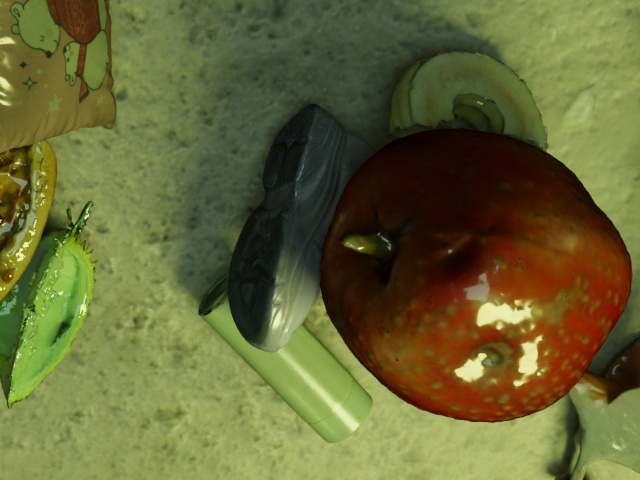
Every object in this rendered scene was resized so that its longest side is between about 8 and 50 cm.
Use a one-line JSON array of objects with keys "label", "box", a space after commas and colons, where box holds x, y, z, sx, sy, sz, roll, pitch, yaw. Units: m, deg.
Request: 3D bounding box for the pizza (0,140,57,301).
[{"label": "pizza", "box": [-0.369, 0.010, 1.203, 0.161, 0.085, 0.305, 42, 96, 3]}]

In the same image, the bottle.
[{"label": "bottle", "box": [-0.035, 0.119, 1.307, 0.072, 0.072, 0.201, -41, 107, 4]}]

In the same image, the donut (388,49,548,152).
[{"label": "donut", "box": [0.142, -0.132, 1.257, 0.166, 0.065, 0.108, 9, 61, -18]}]

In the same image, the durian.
[{"label": "durian", "box": [-0.267, 0.057, 1.240, 0.086, 0.100, 0.215, 18, 93, -14]}]

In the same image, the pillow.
[{"label": "pillow", "box": [-0.253, -0.195, 1.127, 0.084, 0.223, 0.236, 10, 110, 21]}]

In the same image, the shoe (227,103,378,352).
[{"label": "shoe", "box": [0.000, 0.000, 1.244, 0.137, 0.095, 0.245, 23, 75, -27]}]

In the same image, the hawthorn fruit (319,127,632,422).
[{"label": "hawthorn fruit", "box": [0.127, 0.028, 1.142, 0.299, 0.275, 0.275, 18, 103, -40]}]

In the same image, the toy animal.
[{"label": "toy animal", "box": [0.294, 0.162, 1.346, 0.284, 0.225, 0.302, 17, 114, 6]}]
